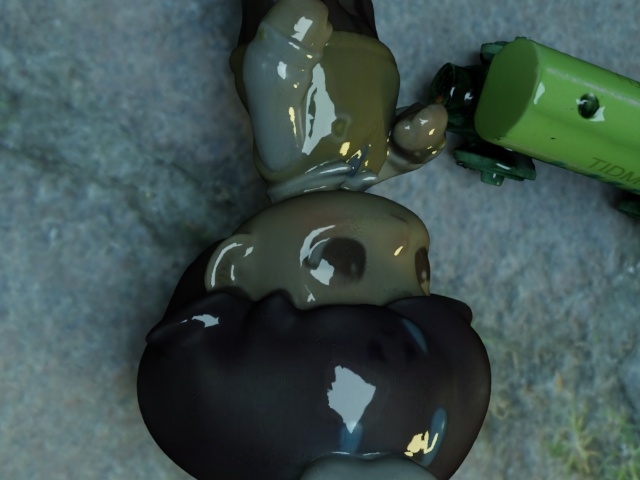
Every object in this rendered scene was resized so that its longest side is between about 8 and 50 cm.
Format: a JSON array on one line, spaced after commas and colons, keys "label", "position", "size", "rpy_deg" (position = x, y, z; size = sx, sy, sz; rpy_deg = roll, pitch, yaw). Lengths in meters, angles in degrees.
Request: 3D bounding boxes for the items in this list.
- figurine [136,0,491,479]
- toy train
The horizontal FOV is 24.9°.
[{"label": "figurine", "position": [0.019, -0.004, 0.885], "size": [0.206, 0.218, 0.365], "rpy_deg": [10, 86, 19]}, {"label": "toy train", "position": [0.203, -0.065, 0.957], "size": [0.253, 0.157, 0.105], "rpy_deg": [18, 90, -19]}]
